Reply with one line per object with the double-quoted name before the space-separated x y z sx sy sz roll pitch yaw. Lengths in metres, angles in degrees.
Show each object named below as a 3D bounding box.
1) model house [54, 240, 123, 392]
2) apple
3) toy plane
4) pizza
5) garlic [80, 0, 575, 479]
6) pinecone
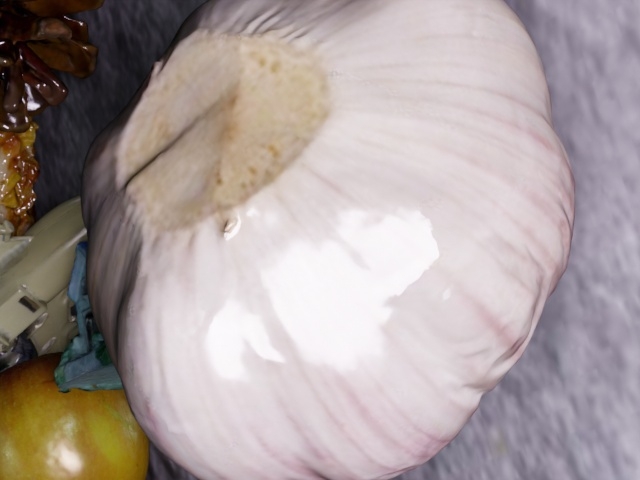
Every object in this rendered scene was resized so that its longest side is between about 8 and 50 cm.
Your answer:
"model house" -0.134 0.032 1.264 0.148 0.119 0.148 -29 65 51
"apple" -0.221 0.178 1.367 0.163 0.146 0.147 -49 62 42
"toy plane" -0.267 0.047 1.391 0.256 0.242 0.104 -33 40 18
"pizza" -0.285 -0.022 1.479 0.127 0.058 0.246 -170 84 -79
"garlic" 0.000 0.000 0.955 0.317 0.259 0.317 -20 56 33
"pinecone" -0.302 -0.222 1.359 0.309 0.244 0.244 40 127 23
